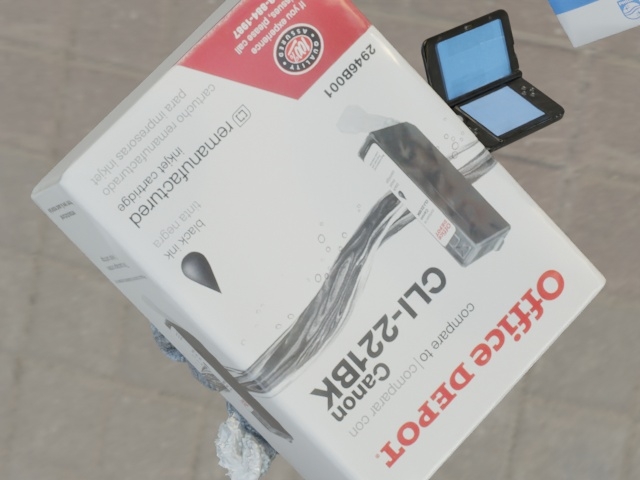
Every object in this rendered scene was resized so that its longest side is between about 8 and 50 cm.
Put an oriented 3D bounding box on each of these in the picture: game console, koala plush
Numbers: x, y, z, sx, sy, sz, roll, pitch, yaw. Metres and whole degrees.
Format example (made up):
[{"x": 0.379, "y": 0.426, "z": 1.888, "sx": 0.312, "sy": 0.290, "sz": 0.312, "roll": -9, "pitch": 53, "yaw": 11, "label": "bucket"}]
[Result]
[{"x": 0.166, "y": -0.153, "z": 1.826, "sx": 0.107, "sy": 0.122, "sz": 0.071, "roll": 40, "pitch": 138, "yaw": 30, "label": "game console"}, {"x": -0.063, "y": 0.135, "z": 2.041, "sx": 0.221, "sy": 0.196, "sz": 0.203, "roll": 60, "pitch": 149, "yaw": 3, "label": "koala plush"}]

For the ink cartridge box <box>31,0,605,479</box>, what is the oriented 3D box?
[{"x": 0.000, "y": 0.000, "z": 1.115, "sx": 0.273, "sy": 0.114, "sz": 0.197, "roll": 47, "pitch": 76, "yaw": -11, "label": "ink cartridge box"}]

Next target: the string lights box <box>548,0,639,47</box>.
[{"x": 0.176, "y": -0.292, "z": 1.440, "sx": 0.076, "sy": 0.133, "sz": 0.260, "roll": -18, "pitch": 121, "yaw": 29, "label": "string lights box"}]
